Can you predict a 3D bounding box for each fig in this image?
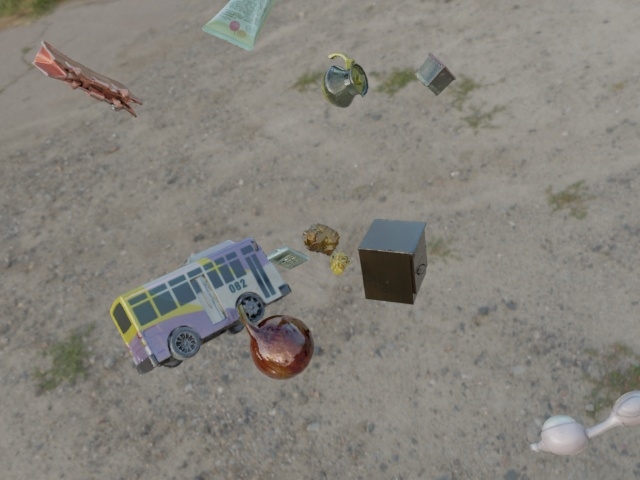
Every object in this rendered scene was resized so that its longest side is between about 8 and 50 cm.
[{"bbox_3d":[-0.123,0.259,1.490,0.175,0.207,0.175,-47,25,29],"label":"fig"}]

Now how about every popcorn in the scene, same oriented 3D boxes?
[{"bbox_3d":[0.061,0.073,2.059,0.084,0.084,0.084,-12,41,10],"label":"popcorn"}]

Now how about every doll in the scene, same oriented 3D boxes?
[{"bbox_3d":[0.694,0.452,1.443,0.365,0.160,0.094,-27,57,16],"label":"doll"}]

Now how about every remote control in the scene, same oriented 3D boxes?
[{"bbox_3d":[-0.083,0.044,1.528,0.061,0.162,0.029,-28,69,12],"label":"remote control"}]

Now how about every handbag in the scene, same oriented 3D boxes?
[{"bbox_3d":[-0.519,-0.357,1.306,0.157,0.213,0.059,37,100,43],"label":"handbag"}]

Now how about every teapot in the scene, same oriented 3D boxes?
[{"bbox_3d":[0.070,-0.486,1.753,0.119,0.165,0.130,-10,4,34],"label":"teapot"}]

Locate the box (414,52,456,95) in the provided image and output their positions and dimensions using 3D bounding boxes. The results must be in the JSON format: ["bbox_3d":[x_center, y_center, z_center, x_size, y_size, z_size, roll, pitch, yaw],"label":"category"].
[{"bbox_3d":[0.267,-0.386,1.365,0.063,0.085,0.060,-46,65,16],"label":"box"}]

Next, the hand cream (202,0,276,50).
[{"bbox_3d":[-0.199,-0.649,1.633,0.147,0.093,0.305,25,55,-1],"label":"hand cream"}]

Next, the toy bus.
[{"bbox_3d":[-0.328,0.168,1.616,0.440,0.249,0.209,-26,-6,-32],"label":"toy bus"}]

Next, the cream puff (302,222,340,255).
[{"bbox_3d":[0.000,0.000,1.833,0.116,0.122,0.094,19,69,26],"label":"cream puff"}]

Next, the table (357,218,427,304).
[{"bbox_3d":[0.230,0.063,1.762,0.173,0.193,0.169,6,35,23],"label":"table"}]
